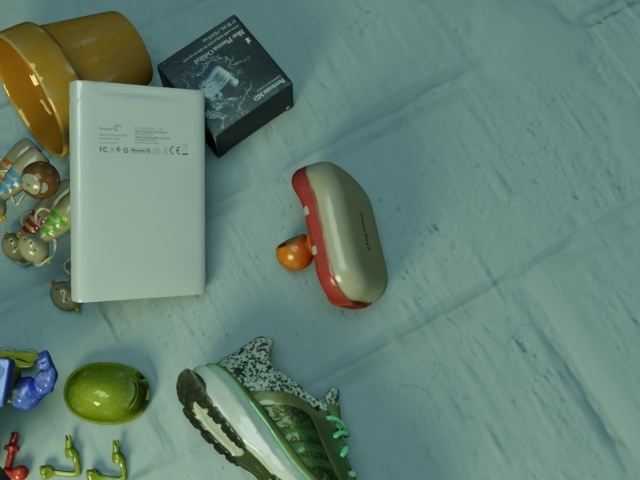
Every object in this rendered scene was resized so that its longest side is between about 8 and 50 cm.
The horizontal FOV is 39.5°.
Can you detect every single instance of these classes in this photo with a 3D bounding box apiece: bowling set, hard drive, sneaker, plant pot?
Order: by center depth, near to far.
[{"bbox_3d":[-0.007,0.289,1.255,0.410,0.158,0.182,45,60,7],"label":"sneaker"},{"bbox_3d":[-0.263,-0.070,1.300,0.203,0.040,0.307,-2,94,-37],"label":"hard drive"},{"bbox_3d":[-0.435,-0.045,1.314,0.287,0.200,0.154,42,83,15],"label":"bowling set"},{"bbox_3d":[-0.374,-0.261,1.388,0.188,0.205,0.205,-33,76,-26],"label":"plant pot"}]

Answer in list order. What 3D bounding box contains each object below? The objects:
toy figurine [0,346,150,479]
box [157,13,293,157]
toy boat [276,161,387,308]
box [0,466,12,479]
[{"bbox_3d":[-0.437,0.226,1.218,0.363,0.217,0.191,8,73,2],"label":"toy figurine"},{"bbox_3d":[-0.150,-0.247,1.430,0.156,0.093,0.158,-37,78,-11],"label":"box"},{"bbox_3d":[0.000,0.000,1.349,0.151,0.151,0.231,-19,72,24],"label":"toy boat"},{"bbox_3d":[-0.536,0.281,1.193,0.184,0.190,0.045,-13,27,31],"label":"box"}]
